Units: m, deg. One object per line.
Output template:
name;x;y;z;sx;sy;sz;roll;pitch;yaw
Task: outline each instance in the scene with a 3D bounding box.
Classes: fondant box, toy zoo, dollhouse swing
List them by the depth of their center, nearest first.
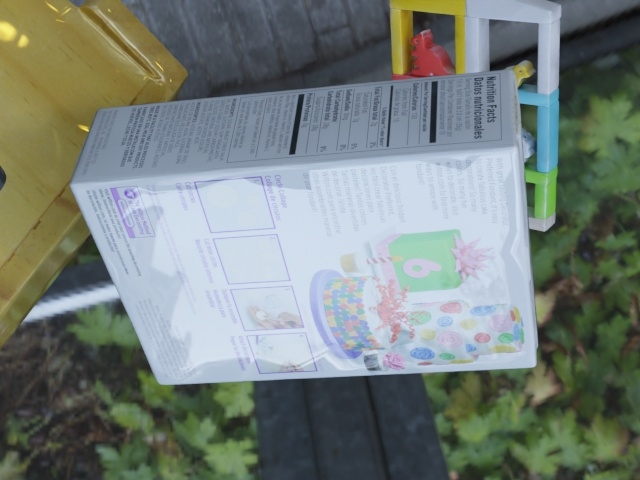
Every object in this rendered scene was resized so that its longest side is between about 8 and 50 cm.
fondant box;0.000;0.000;0.934;0.330;0.096;0.238;-3;134;12
dollhouse swing;-0.352;-0.087;1.066;0.305;0.347;0.315;35;153;-6
toy zoo;0.167;-0.164;1.277;0.192;0.030;0.293;13;120;32

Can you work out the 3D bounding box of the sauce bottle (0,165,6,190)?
sauce bottle;-0.187;-0.066;0.516;0.042;0.042;0.128;-23;130;8
